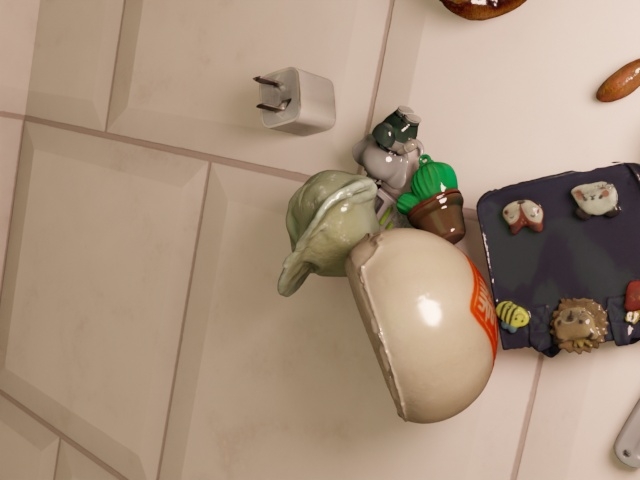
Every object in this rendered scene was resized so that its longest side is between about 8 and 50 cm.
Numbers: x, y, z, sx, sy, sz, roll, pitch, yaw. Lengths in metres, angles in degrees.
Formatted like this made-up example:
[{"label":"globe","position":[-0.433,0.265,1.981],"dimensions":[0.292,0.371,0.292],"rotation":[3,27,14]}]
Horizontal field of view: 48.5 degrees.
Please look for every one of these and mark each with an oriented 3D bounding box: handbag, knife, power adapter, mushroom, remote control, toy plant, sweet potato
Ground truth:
[{"label":"handbag","position":[0.449,0.041,1.261],"dimensions":[0.303,0.122,0.329],"rotation":[-12,83,37]},{"label":"knife","position":[0.581,0.269,1.199],"dimensions":[0.073,0.040,0.266],"rotation":[28,106,24]},{"label":"power adapter","position":[-0.076,-0.323,1.631],"dimensions":[0.125,0.205,0.130],"rotation":[-7,82,38]},{"label":"mushroom","position":[0.335,-0.529,1.367],"dimensions":[0.231,0.138,0.194],"rotation":[-18,64,25]},{"label":"remote control","position":[0.159,-0.028,1.544],"dimensions":[0.250,0.034,0.103],"rotation":[46,115,30]},{"label":"toy plant","position":[0.225,-0.081,1.452],"dimensions":[0.143,0.105,0.200],"rotation":[-33,59,26]},{"label":"sweet potato","position":[0.569,-0.311,1.221],"dimensions":[0.214,0.050,0.050],"rotation":[-41,65,26]}]

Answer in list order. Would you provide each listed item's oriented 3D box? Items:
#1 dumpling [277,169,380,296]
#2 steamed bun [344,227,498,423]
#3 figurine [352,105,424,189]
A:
[{"label":"dumpling","position":[0.026,-0.014,1.490],"dimensions":[0.211,0.321,0.270],"rotation":[-1,44,12]},{"label":"steamed bun","position":[0.200,0.146,1.328],"dimensions":[0.241,0.374,0.374],"rotation":[-17,75,-2]},{"label":"figurine","position":[0.147,-0.190,1.503],"dimensions":[0.147,0.126,0.192],"rotation":[45,125,24]}]
